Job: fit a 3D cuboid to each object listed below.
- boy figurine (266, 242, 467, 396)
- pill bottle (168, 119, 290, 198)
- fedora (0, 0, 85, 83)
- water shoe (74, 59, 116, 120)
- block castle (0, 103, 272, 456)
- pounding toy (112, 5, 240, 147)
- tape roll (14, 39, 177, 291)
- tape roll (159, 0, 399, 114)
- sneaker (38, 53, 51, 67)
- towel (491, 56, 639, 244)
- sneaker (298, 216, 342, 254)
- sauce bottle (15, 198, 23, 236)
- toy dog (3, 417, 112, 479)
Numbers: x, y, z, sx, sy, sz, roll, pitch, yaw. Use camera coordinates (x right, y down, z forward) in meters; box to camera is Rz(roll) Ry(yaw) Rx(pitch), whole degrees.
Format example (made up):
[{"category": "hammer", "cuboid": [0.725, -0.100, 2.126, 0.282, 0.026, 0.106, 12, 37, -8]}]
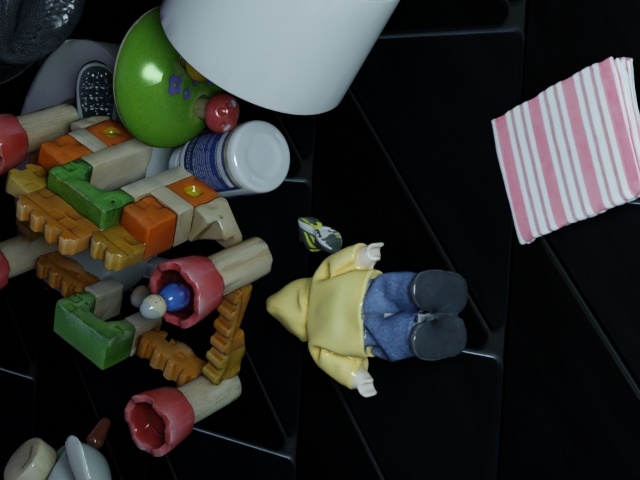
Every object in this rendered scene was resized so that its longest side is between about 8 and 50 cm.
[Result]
[{"category": "boy figurine", "cuboid": [0.043, 0.092, 1.720, 0.285, 0.092, 0.177, -5, 86, 52]}, {"category": "pill bottle", "cuboid": [-0.125, -0.102, 1.933, 0.169, 0.094, 0.094, -6, 85, 51]}, {"category": "fedora", "cuboid": [-0.443, -0.376, 2.195, 0.152, 0.334, 0.334, 24, 108, 37]}, {"category": "water shoe", "cuboid": [-0.321, -0.155, 2.108, 0.080, 0.073, 0.203, -120, 39, -72]}, {"category": "block castle", "cuboid": [-0.300, 0.041, 1.936, 0.453, 0.213, 0.303, 35, 127, 27]}, {"category": "pounding toy", "cuboid": [-0.147, -0.222, 1.860, 0.110, 0.183, 0.237, 16, 75, 37]}, {"category": "tape roll", "cuboid": [-0.348, -0.111, 2.235, 0.392, 0.072, 0.392, -1, 89, 52]}, {"category": "tape roll", "cuboid": [-0.044, -0.285, 1.717, 0.169, 0.246, 0.246, -59, 47, 32]}, {"category": "sneaker", "cuboid": [-0.463, -0.353, 2.402, 0.170, 0.051, 0.089, 42, 116, 40]}, {"category": "towel", "cuboid": [0.257, -0.089, 1.508, 0.197, 0.029, 0.144, -27, 68, 51]}, {"category": "sneaker", "cuboid": [0.000, 0.000, 1.829, 0.083, 0.031, 0.035, 42, 134, 49]}, {"category": "sauce bottle", "cuboid": [-0.447, -0.028, 2.267, 0.042, 0.042, 0.128, -4, 84, 52]}, {"category": "toy dog", "cuboid": [-0.309, 0.346, 2.107, 0.333, 0.220, 0.161, 23, 75, 42]}]
